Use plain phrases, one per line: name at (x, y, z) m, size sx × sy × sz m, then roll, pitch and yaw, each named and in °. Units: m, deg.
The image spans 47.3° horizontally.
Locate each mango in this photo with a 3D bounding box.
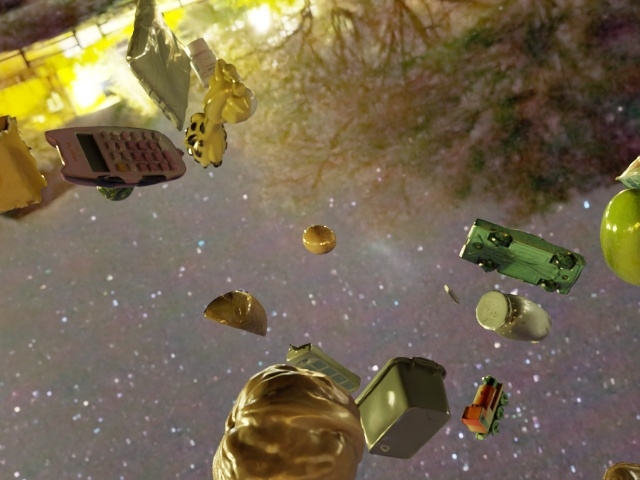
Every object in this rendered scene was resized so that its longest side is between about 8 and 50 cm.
mango at (0.662, 0.000, 1.524) m, size 0.149 × 0.185 × 0.273 m, roll 2°, pitch 172°, yaw 37°

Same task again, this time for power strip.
power strip at (0.006, 0.304, 1.730) m, size 0.080 × 0.227 × 0.029 m, roll -28°, pitch -144°, yaw 35°

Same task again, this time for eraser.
eraser at (0.452, 0.187, 2.517) m, size 0.019 × 0.099 × 0.027 m, roll -38°, pitch -140°, yaw 7°

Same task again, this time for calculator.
calculator at (-0.434, -0.182, 1.588) m, size 0.294 × 0.043 × 0.194 m, roll -6°, pitch -135°, yaw -34°

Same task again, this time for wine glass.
wine glass at (0.478, 0.189, 1.796) m, size 0.204 × 0.111 × 0.111 m, roll 18°, pitch 168°, yaw -39°

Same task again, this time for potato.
potato at (-0.220, 0.225, 2.243) m, size 0.100 × 0.261 × 0.120 m, roll 19°, pitch -95°, yaw 42°

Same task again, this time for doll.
doll at (-0.188, -0.223, 1.332) m, size 0.086 × 0.117 × 0.291 m, roll -27°, pitch 170°, yaw -30°

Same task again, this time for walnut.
walnut at (-0.050, 0.379, 1.378) m, size 0.285 × 0.285 × 0.296 m, roll -16°, pitch -144°, yaw 17°

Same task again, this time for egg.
egg at (0.000, 0.000, 1.920) m, size 0.080 × 0.080 × 0.096 m, roll -29°, pitch -147°, yaw -21°

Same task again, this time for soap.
soap at (-0.789, -0.140, 1.597) m, size 0.324 × 0.204 × 0.096 m, roll -13°, pitch -141°, yaw 3°

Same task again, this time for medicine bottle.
medicine bottle at (-0.227, -0.348, 1.435) m, size 0.052 × 0.089 × 0.052 m, roll -28°, pitch -174°, yaw 3°

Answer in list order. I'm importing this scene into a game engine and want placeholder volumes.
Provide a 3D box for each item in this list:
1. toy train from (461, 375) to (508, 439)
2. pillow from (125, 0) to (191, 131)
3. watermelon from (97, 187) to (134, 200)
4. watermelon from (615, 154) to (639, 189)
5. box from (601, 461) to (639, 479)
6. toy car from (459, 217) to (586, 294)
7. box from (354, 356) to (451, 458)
toy train at (0.455, 0.452, 1.999) m, size 0.074 × 0.118 × 0.176 m, roll -2°, pitch -135°, yaw 40°
pillow at (-0.416, -0.466, 1.890) m, size 0.076 × 0.281 × 0.274 m, roll -10°, pitch -121°, yaw 14°
watermelon at (-0.502, -0.142, 1.798) m, size 0.109 × 0.109 × 0.109 m, roll -20°, pitch -162°, yaw 7°
watermelon at (0.830, -0.193, 1.590) m, size 0.387 × 0.258 × 0.228 m, roll 3°, pitch 180°, yaw -28°
box at (0.638, 0.498, 1.440) m, size 0.177 × 0.111 × 0.111 m, roll 12°, pitch -168°, yaw -13°
toy car at (0.561, 0.039, 2.026) m, size 0.320 × 0.141 × 0.097 m, roll 19°, pitch -137°, yaw 6°
box at (0.194, 0.398, 1.709) m, size 0.243 × 0.163 × 0.135 m, roll -56°, pitch -151°, yaw 33°
